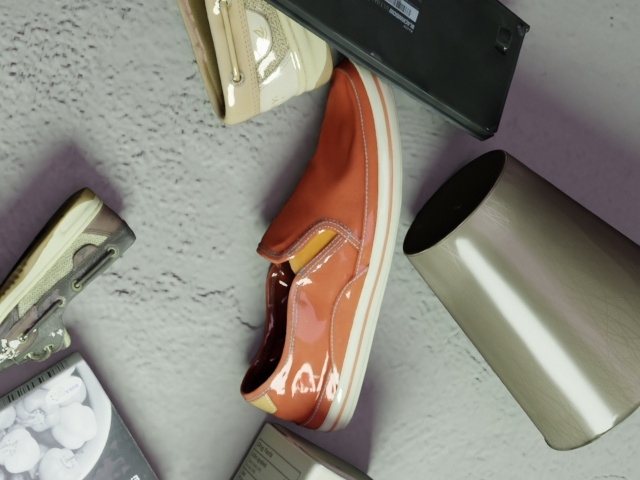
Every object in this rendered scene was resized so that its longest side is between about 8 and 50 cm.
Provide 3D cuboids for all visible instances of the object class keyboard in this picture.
[{"bbox_3d":[0.063,-0.231,0.953,0.317,0.033,0.201,28,74,-37],"label":"keyboard"}]

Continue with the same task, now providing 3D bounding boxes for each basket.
[{"bbox_3d":[0.198,0.039,1.039,0.227,0.154,0.204,43,80,-13],"label":"basket"}]

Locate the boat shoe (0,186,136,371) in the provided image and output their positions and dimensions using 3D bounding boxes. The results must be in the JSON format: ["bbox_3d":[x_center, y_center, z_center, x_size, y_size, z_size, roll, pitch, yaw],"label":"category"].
[{"bbox_3d":[-0.231,0.063,0.929,0.073,0.080,0.223,37,78,-13],"label":"boat shoe"}]

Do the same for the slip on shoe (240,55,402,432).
[{"bbox_3d":[0.000,0.000,0.987,0.101,0.123,0.331,9,96,-15],"label":"slip on shoe"}]

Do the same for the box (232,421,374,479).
[{"bbox_3d":[-0.056,0.327,0.977,0.121,0.148,0.311,32,85,-19],"label":"box"}]

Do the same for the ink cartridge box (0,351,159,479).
[{"bbox_3d":[-0.237,0.234,0.961,0.206,0.045,0.208,-32,105,-14],"label":"ink cartridge box"}]

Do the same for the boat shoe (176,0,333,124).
[{"bbox_3d":[-0.104,-0.260,0.923,0.110,0.121,0.341,-29,104,-15],"label":"boat shoe"}]
